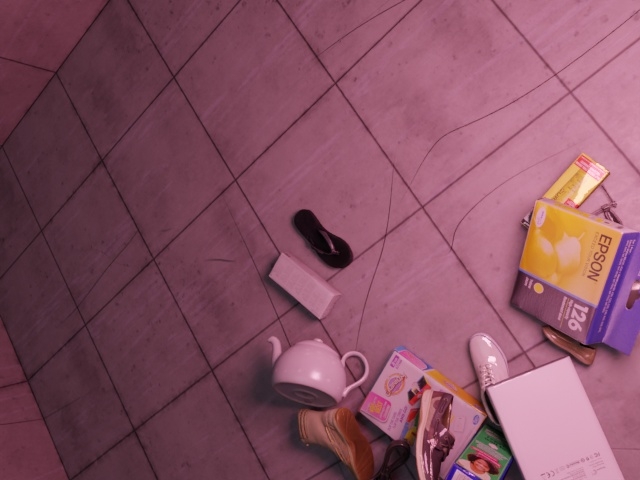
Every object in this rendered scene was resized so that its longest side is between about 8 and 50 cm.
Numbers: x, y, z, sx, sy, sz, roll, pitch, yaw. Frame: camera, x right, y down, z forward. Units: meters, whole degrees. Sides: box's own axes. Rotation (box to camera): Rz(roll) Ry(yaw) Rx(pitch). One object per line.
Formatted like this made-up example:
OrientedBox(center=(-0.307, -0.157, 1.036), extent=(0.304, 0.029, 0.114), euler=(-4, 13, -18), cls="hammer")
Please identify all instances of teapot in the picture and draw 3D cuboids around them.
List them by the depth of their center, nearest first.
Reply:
OrientedBox(center=(-0.021, 0.399, 1.767), extent=(0.252, 0.256, 0.187), euler=(-25, 39, 48), cls="teapot")

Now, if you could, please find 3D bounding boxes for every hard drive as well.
OrientedBox(center=(0.601, 0.506, 1.443), extent=(0.232, 0.047, 0.353), euler=(-21, 80, -2), cls="hard drive")

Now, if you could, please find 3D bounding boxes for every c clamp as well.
OrientedBox(center=(0.699, -0.043, 1.451), extent=(0.160, 0.022, 0.137), euler=(-39, 80, 24), cls="c clamp")

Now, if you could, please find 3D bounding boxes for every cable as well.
OrientedBox(center=(0.190, 0.702, 1.690), extent=(0.139, 0.072, 0.288), euler=(12, 108, 13), cls="cable")

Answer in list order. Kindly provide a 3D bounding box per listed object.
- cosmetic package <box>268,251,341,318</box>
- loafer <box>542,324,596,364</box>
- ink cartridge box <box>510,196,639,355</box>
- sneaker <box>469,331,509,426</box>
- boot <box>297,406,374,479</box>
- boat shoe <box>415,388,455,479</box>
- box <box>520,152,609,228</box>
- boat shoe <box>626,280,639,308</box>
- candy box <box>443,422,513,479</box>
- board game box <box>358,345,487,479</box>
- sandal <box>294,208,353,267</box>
OrientedBox(center=(-0.053, 0.145, 1.849), extent=(0.239, 0.060, 0.099), euler=(38, 106, 23), cls="cosmetic package")
OrientedBox(center=(0.650, 0.262, 1.466), extent=(0.148, 0.056, 0.050), euler=(35, 107, 14), cls="loafer")
OrientedBox(center=(0.633, 0.088, 1.365), extent=(0.307, 0.072, 0.304), euler=(33, 126, 46), cls="ink cartridge box")
OrientedBox(center=(0.473, 0.380, 1.542), extent=(0.094, 0.091, 0.258), euler=(-24, 79, 27), cls="sneaker")
OrientedBox(center=(0.044, 0.647, 1.785), extent=(0.203, 0.095, 0.262), euler=(-15, 106, 42), cls="boot")
OrientedBox(center=(0.309, 0.520, 1.487), extent=(0.092, 0.285, 0.103), euler=(-8, 128, 21), cls="boat shoe")
OrientedBox(center=(0.634, -0.109, 1.462), extent=(0.087, 0.058, 0.232), euler=(46, 111, 20), cls="box")
OrientedBox(center=(0.821, 0.064, 1.345), extent=(0.340, 0.127, 0.158), euler=(-11, 53, 42), cls="boat shoe")
OrientedBox(center=(0.385, 0.659, 1.468), extent=(0.122, 0.317, 0.268), euler=(29, 105, 24), cls="candy box")
OrientedBox(center=(0.299, 0.501, 1.657), extent=(0.316, 0.064, 0.242), euler=(35, 107, 24), cls="board game box")
OrientedBox(center=(-0.001, 0.000, 1.820), extent=(0.254, 0.054, 0.097), euler=(42, 110, 22), cls="sandal")
